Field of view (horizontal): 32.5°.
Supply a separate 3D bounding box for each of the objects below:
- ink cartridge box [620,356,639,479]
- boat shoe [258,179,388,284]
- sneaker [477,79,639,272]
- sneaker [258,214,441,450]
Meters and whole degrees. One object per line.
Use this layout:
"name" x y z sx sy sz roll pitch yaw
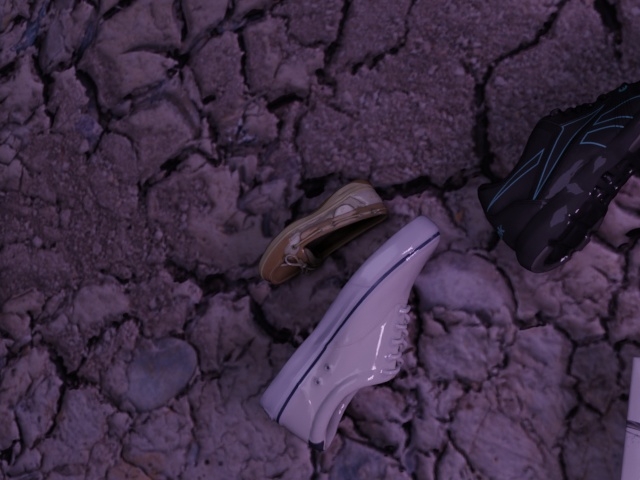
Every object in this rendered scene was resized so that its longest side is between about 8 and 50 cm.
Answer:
"ink cartridge box" 0.314 0.177 0.923 0.109 0.063 0.150 3 80 29
"boat shoe" 0.001 0.000 1.142 0.153 0.056 0.048 -37 59 8
"sneaker" 0.253 -0.096 1.001 0.267 0.101 0.106 -47 59 11
"sneaker" 0.049 0.094 1.085 0.091 0.094 0.258 39 103 12
